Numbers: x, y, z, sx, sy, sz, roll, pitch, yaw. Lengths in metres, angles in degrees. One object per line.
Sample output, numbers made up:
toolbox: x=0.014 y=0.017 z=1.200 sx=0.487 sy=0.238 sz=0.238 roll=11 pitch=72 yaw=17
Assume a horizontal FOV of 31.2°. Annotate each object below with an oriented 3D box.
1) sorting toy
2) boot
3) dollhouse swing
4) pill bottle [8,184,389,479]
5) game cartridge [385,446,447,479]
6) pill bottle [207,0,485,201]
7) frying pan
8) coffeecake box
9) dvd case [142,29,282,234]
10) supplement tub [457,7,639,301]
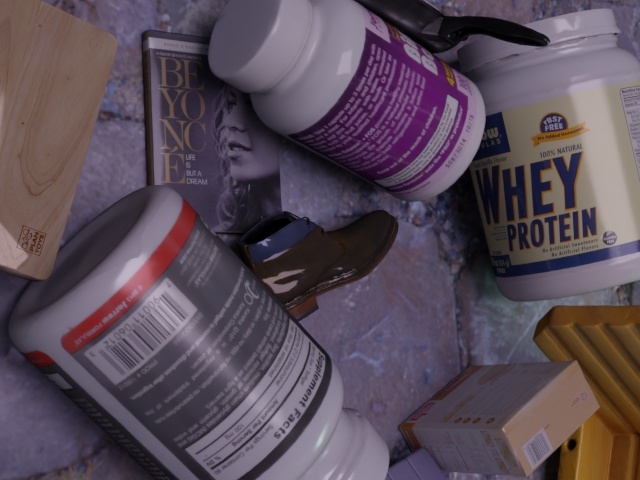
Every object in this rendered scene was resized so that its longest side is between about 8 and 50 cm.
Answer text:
sorting toy: x=-0.351 y=-0.118 z=1.073 sx=0.255 sy=0.089 sz=0.257 roll=22 pitch=72 yaw=-30
boot: x=0.000 y=0.000 z=1.291 sx=0.219 sy=0.082 sz=0.106 roll=-39 pitch=122 yaw=-31
dollhouse swing: x=0.418 y=0.267 z=1.346 sx=0.305 sy=0.346 sz=0.315 roll=28 pitch=67 yaw=-47
pill bottle: x=-0.109 y=0.139 z=1.130 sx=0.363 sy=0.210 sz=0.210 roll=49 pitch=60 yaw=-20
game cartridge: x=0.140 y=0.419 z=1.255 sx=0.230 sy=0.068 sz=0.355 roll=-24 pitch=72 yaw=-38
pill bottle: x=0.029 y=-0.172 z=1.278 sx=0.301 sy=0.169 sz=0.169 roll=26 pitch=69 yaw=-36
frying pan: x=0.131 y=-0.244 z=1.315 sx=0.053 sy=0.326 sz=0.197 roll=-61 pitch=155 yaw=4
coffeecake box: x=0.207 y=0.208 z=1.351 sx=0.142 sy=0.185 sz=0.068 roll=-34 pitch=102 yaw=-33
dvd case: x=-0.117 y=-0.117 z=1.277 sx=0.164 sy=0.018 sz=0.221 roll=1 pitch=82 yaw=-35
supplement tub: x=0.303 y=-0.104 z=1.432 sx=0.235 sy=0.235 sz=0.325 roll=-14 pitch=91 yaw=-35
